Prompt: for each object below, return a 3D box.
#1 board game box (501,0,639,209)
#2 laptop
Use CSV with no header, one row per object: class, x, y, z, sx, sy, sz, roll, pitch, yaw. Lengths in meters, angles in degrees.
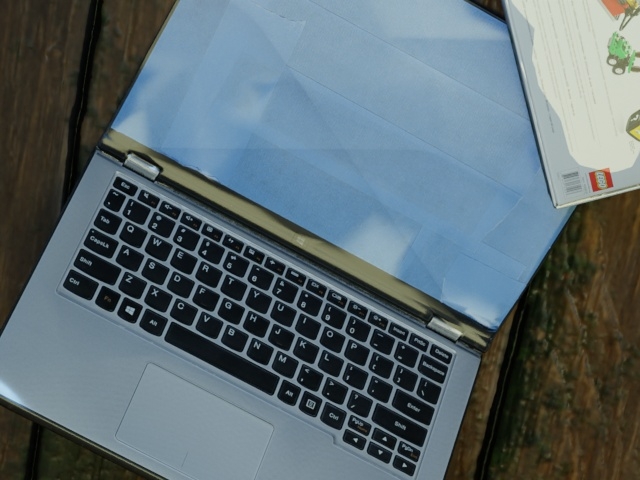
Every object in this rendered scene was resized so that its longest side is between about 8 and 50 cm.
board game box,0.238,-0.193,1.506,0.193,0.053,0.305,-14,108,3
laptop,0.000,0.000,1.549,0.382,0.408,0.236,28,142,-8
